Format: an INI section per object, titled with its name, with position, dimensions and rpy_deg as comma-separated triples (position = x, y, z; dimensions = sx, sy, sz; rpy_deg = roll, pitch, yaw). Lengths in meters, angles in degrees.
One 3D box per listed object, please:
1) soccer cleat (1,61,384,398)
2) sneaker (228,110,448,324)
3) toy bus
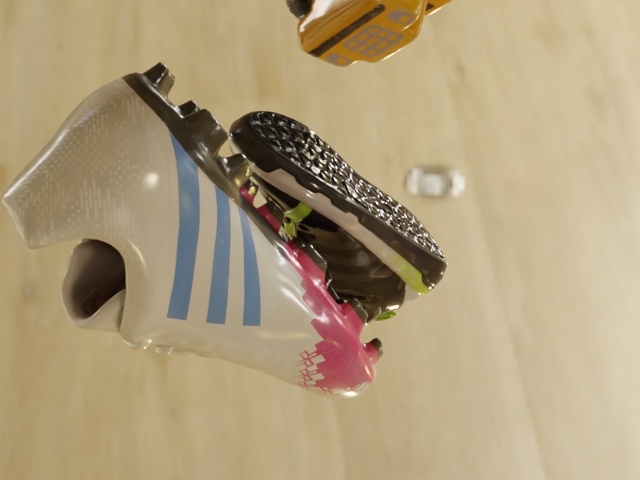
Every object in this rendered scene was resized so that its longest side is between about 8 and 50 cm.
[soccer cleat]
position = -0.079, 0.023, 1.192
dimensions = 0.143, 0.331, 0.116
rpy_deg = -40, -132, -2
[sneaker]
position = 0.000, 0.000, 1.332
dimensions = 0.097, 0.234, 0.084
rpy_deg = -41, -136, 13
[toy bus]
position = 0.058, -0.293, 1.490
dimensions = 0.130, 0.108, 0.333
rpy_deg = 18, -119, -32
